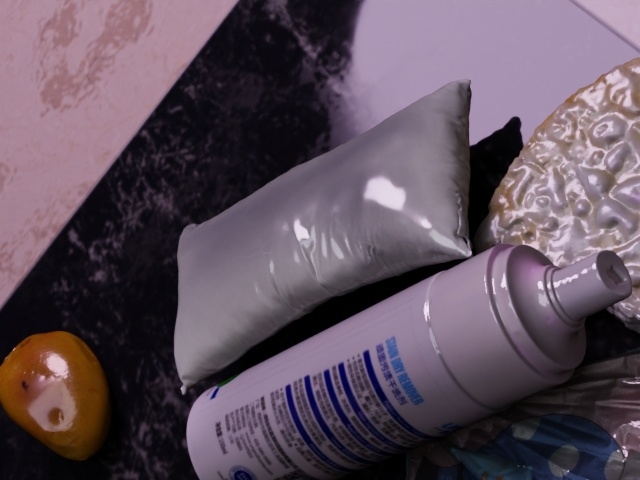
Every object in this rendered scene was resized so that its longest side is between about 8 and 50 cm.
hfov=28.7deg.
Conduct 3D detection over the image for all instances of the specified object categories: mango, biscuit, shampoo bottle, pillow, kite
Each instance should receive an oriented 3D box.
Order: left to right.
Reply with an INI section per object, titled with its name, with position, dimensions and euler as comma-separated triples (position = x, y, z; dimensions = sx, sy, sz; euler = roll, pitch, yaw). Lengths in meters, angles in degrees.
[mango]
position = -0.203, 0.120, 0.971
dimensions = 0.080, 0.060, 0.114
euler = -34, 54, 4
[pillow]
position = 0.001, 0.000, 0.838
dimensions = 0.254, 0.078, 0.144
euler = -27, 39, 29
[shampoo bottle]
position = 0.050, 0.079, 0.757
dimensions = 0.303, 0.092, 0.092
euler = -31, 59, 34
[kite]
position = 0.130, 0.171, 0.660
dimensions = 0.406, 0.014, 0.368
euler = -53, 31, 3
[biscuit]
position = 0.206, -0.024, 0.736
dimensions = 0.265, 0.040, 0.188
euler = -25, 61, 29
